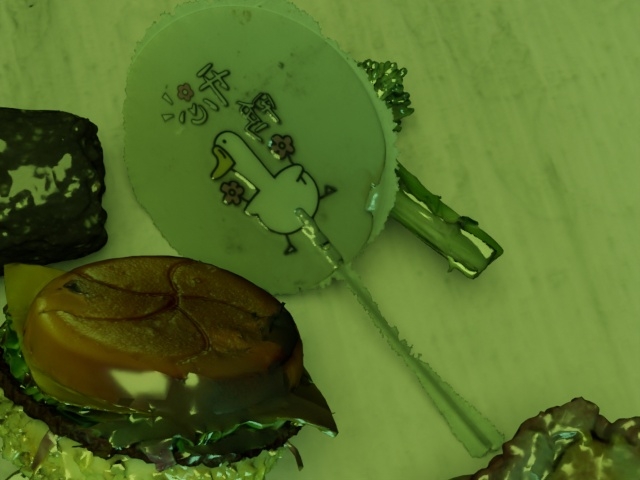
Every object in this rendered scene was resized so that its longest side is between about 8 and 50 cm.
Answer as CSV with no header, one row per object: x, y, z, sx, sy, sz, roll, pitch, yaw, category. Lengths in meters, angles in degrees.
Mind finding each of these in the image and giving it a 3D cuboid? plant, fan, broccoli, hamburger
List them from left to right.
-0.263,-0.039,1.069,0.203,0.131,0.142,-10,79,0,plant
-0.113,0.105,0.993,0.262,0.243,0.138,3,114,-19,hamburger
0.000,0.000,1.068,0.233,0.012,0.414,-34,94,33,fan
0.055,-0.046,1.078,0.122,0.118,0.204,-34,72,-34,broccoli

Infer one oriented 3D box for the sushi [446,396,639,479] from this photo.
0.155,0.248,0.974,0.236,0.171,0.270,33,76,9,sushi

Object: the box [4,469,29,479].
-0.198,0.277,1.009,0.144,0.090,0.201,27,78,7,box
